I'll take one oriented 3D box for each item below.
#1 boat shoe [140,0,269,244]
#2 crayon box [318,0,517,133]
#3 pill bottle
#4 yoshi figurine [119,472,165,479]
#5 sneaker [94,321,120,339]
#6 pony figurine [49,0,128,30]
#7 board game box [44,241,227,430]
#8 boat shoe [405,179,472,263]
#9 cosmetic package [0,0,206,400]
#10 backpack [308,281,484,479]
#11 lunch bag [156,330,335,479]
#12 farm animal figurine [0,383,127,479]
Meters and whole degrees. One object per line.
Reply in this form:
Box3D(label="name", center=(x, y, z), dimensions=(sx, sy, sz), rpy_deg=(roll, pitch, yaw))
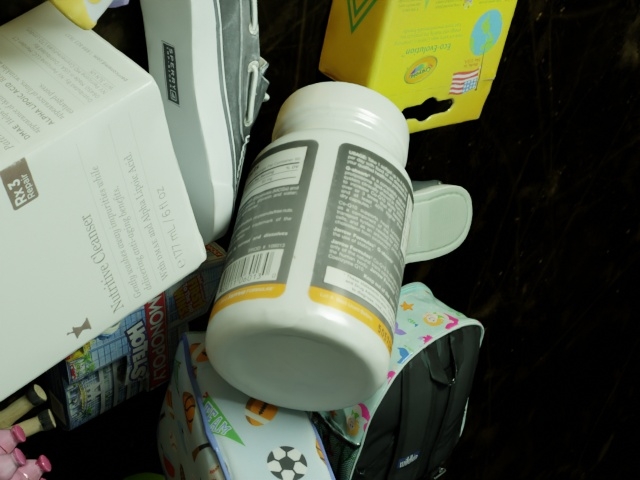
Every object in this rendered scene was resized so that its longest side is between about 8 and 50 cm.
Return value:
Box3D(label="boat shoe", center=(-0.092, -0.136, 1.009), dimensions=(0.102, 0.108, 0.301), rpy_deg=(-25, 129, -31))
Box3D(label="crayon box", center=(0.113, -0.264, 1.144), dimensions=(0.202, 0.081, 0.318), rpy_deg=(-15, 129, -41))
Box3D(label="pill bottle", center=(0.000, 0.000, 1.039), dimensions=(0.162, 0.162, 0.278), rpy_deg=(70, 25, -50))
Box3D(label="yoshi figurine", center=(-0.258, 0.385, 1.244), dimensions=(0.362, 0.203, 0.203), rpy_deg=(-31, 100, -7))
Box3D(label="sneaker", center=(-0.180, 0.020, 1.017), dimensions=(0.052, 0.135, 0.058), rpy_deg=(18, 140, -24))
Box3D(label="pony figurine", center=(-0.088, -0.321, 0.747), dimensions=(0.363, 0.303, 0.351), rpy_deg=(-43, 138, 11))
Box3D(label="board game box", center=(-0.178, 0.080, 1.125), dimensions=(0.194, 0.060, 0.194), rpy_deg=(-27, 137, -31))
Box3D(label="boat shoe", center=(0.043, -0.014, 1.267), dimensions=(0.302, 0.091, 0.114), rpy_deg=(-3, 102, -45))
Box3D(label="cosmetic package", center=(-0.296, 0.015, 0.853), dimensions=(0.385, 0.156, 0.217), rpy_deg=(-38, 144, -22))
Box3D(label="backpack", center=(0.081, 0.173, 1.383), dimensions=(0.225, 0.191, 0.253), rpy_deg=(-25, 143, -38))
Box3D(label="lunch bag", center=(-0.075, 0.242, 1.098), dimensions=(0.115, 0.303, 0.243), rpy_deg=(-5, 138, -20))
Box3D(label="farm animal figurine", center=(-0.264, 0.283, 1.020), dimensions=(0.172, 0.330, 0.327), rpy_deg=(-30, 156, 2))
